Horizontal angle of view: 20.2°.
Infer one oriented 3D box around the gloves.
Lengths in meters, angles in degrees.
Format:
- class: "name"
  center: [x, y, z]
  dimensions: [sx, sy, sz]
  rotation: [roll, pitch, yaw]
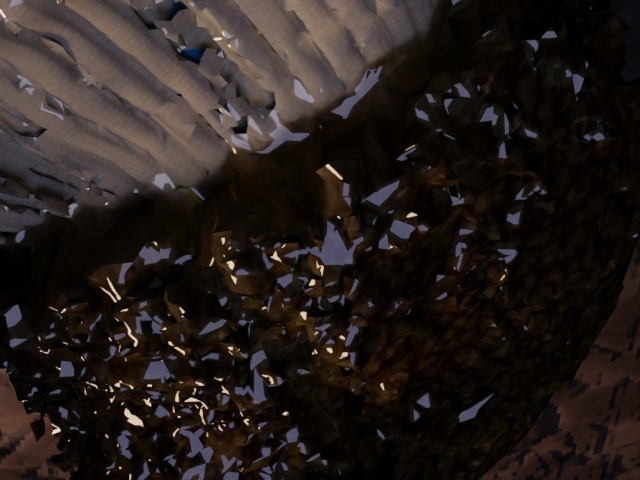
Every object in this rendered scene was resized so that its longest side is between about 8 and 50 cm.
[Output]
- class: "gloves"
  center: [-0.006, -0.001, 0.468]
  dimensions: [0.210, 0.135, 0.312]
  rotation: [-49, 142, -2]
